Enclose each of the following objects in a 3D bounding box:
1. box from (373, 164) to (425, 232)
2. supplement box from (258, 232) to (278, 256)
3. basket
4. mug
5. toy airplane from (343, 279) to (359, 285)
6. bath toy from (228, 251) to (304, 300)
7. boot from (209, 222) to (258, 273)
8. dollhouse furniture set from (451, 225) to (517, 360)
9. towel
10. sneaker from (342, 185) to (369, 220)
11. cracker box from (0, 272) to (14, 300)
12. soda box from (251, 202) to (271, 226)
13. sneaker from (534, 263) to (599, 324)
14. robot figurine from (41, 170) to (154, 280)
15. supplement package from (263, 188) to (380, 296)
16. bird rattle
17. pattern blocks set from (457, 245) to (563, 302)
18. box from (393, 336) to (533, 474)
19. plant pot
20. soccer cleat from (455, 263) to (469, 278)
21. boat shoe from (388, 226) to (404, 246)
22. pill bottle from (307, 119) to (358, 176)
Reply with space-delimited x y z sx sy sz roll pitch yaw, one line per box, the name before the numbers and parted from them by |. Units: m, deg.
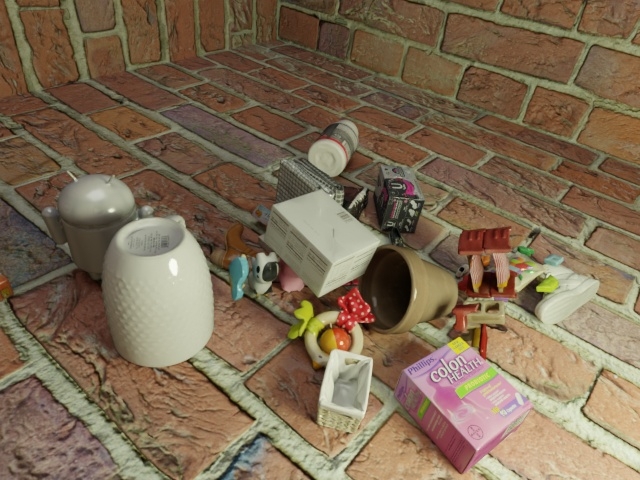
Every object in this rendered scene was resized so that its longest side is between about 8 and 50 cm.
box | 0.301 -0.170 1.813 0.142 0.163 0.247 4 38 -7
supplement box | -0.166 0.013 1.606 0.062 0.036 0.098 -25 48 -34
basket | 0.059 0.372 1.135 0.113 0.103 0.167 12 39 6
mug | -0.422 0.088 1.232 0.276 0.328 0.374 5 38 -4
toy airplane | 0.097 0.102 1.545 0.151 0.028 0.151 4 39 -3
bath toy | -0.103 0.108 1.428 0.348 0.151 0.129 -4 74 -23
boot | -0.260 0.030 1.545 0.152 0.073 0.197 16 51 12
dollhouse furniture set | 0.484 0.153 1.340 0.152 0.201 0.374 -4 39 26
towel | -0.041 -0.146 1.673 0.121 0.235 0.283 -19 46 -35
sneaker | 0.082 -0.142 1.809 0.162 0.106 0.281 13 28 16
cracker box | -1.020 0.119 1.305 0.232 0.067 0.155 28 42 23
soda box | -0.163 -0.065 1.671 0.183 0.058 0.063 34 2 29
sneaker | 0.764 0.169 1.528 0.292 0.108 0.169 -18 34 -29
robot figurine | -0.639 -0.044 1.343 0.300 0.353 0.200 -3 39 -14
supplement package | 0.000 0.000 1.351 0.204 0.145 0.262 -22 56 -40
bird rattle | 0.039 0.258 1.290 0.253 0.143 0.207 -4 60 -18
pattern blocks set | 0.652 0.106 1.551 0.285 0.026 0.325 16 39 43
box | 0.348 0.397 1.141 0.213 0.117 0.243 -19 45 -30
plant pot | 0.275 0.152 1.372 0.229 0.263 0.263 9 34 -30
soccer cleat | 0.499 0.101 1.607 0.029 0.036 0.083 31 44 28
boat shoe | 0.281 0.004 1.689 0.049 0.040 0.142 0 38 -9
pill bottle | 0.072 -0.434 2.101 0.176 0.176 0.318 16 39 11
